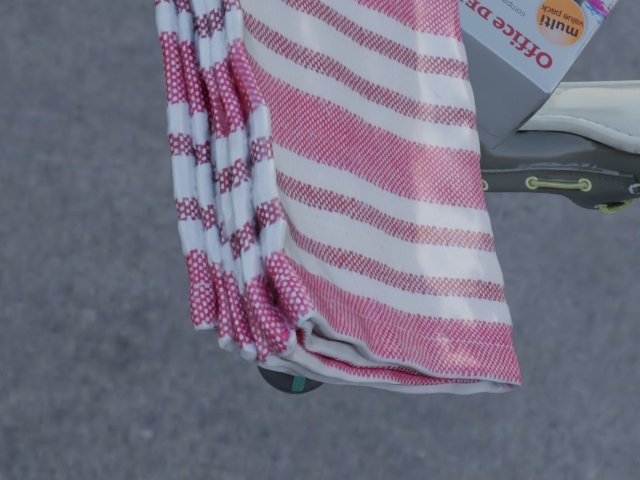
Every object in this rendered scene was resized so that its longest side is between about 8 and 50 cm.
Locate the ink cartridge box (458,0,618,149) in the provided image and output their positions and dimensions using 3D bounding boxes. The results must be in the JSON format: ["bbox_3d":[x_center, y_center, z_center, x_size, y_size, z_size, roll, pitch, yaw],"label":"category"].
[{"bbox_3d":[0.134,-0.178,1.187,0.128,0.127,0.176,36,72,-2],"label":"ink cartridge box"}]

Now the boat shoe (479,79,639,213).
[{"bbox_3d":[0.223,-0.076,1.419,0.305,0.091,0.109,8,32,25],"label":"boat shoe"}]

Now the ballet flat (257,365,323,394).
[{"bbox_3d":[0.000,0.000,0.914,0.074,0.074,0.203,12,47,-1],"label":"ballet flat"}]

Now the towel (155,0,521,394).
[{"bbox_3d":[0.008,-0.059,0.452,0.029,0.197,0.144,-13,-14,28],"label":"towel"}]
